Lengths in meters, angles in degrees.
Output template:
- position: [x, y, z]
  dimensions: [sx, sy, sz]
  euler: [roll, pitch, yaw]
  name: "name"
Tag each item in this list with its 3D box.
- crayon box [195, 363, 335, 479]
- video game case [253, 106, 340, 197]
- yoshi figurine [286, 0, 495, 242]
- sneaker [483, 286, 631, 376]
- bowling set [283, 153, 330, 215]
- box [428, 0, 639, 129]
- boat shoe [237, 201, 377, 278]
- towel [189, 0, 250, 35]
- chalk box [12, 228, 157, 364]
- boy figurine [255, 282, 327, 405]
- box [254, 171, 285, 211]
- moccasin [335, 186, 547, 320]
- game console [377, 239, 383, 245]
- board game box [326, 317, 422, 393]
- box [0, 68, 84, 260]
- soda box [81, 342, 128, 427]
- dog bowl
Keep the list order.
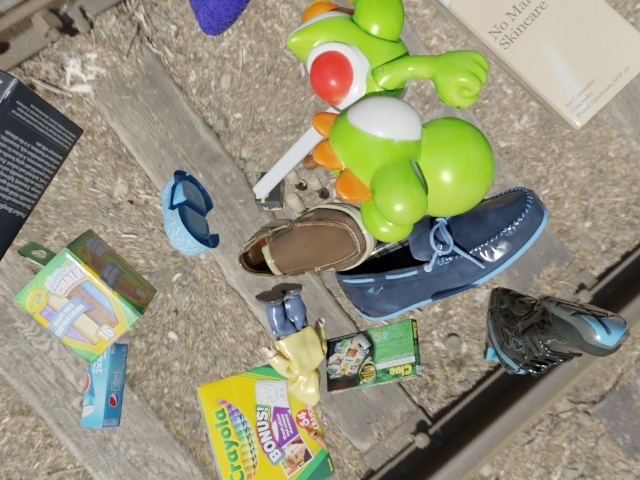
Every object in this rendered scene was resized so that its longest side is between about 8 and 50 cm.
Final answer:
- position: [-0.166, 0.561, 1.721]
  dimensions: [0.313, 0.106, 0.363]
  euler: [-14, 76, -22]
  name: "crayon box"
- position: [0.018, -0.253, 1.264]
  dimensions: [0.036, 0.329, 0.300]
  euler: [45, 37, -6]
  name: "video game case"
- position: [0.095, -0.161, 0.688]
  dimensions: [0.203, 0.203, 0.362]
  euler: [-16, 62, 14]
  name: "yoshi figurine"
- position: [0.362, 0.159, 0.934]
  dimensions: [0.125, 0.341, 0.140]
  euler: [17, 86, -4]
  name: "sneaker"
- position: [-0.037, -0.169, 1.961]
  dimensions: [0.287, 0.154, 0.200]
  euler: [28, 80, 28]
  name: "bowling set"
- position: [0.301, -0.316, 0.840]
  dimensions: [0.311, 0.121, 0.148]
  euler: [43, 108, 3]
  name: "box"
- position: [-0.030, 0.016, 0.792]
  dimensions: [0.095, 0.257, 0.095]
  euler: [-33, 100, -32]
  name: "boat shoe"
- position: [-0.126, -0.398, 0.697]
  dimensions: [0.076, 0.308, 0.228]
  euler: [-13, 95, -22]
  name: "towel"
- position: [-0.408, 0.074, 0.991]
  dimensions: [0.132, 0.132, 0.213]
  euler: [-41, 105, 8]
  name: "chalk box"
- position: [-0.051, 0.239, 1.337]
  dimensions: [0.177, 0.092, 0.285]
  euler: [-29, 111, -37]
  name: "boy figurine"
- position: [-0.122, -0.118, 1.419]
  dimensions: [0.062, 0.052, 0.083]
  euler: [-2, 67, 9]
  name: "box"
- position: [0.166, 0.019, 0.879]
  dimensions: [0.342, 0.138, 0.117]
  euler: [-35, 115, 25]
  name: "moccasin"
- position: [0.193, -0.012, 1.733]
  dimensions: [0.122, 0.107, 0.071]
  euler: [-6, 108, 2]
  name: "game console"
- position: [0.119, 0.278, 1.391]
  dimensions: [0.030, 0.259, 0.136]
  euler: [28, 53, -42]
  name: "board game box"
- position: [-0.560, -0.124, 0.816]
  dimensions: [0.296, 0.183, 0.294]
  euler: [28, 82, 12]
  name: "box"
- position: [-0.552, 0.369, 1.501]
  dimensions: [0.071, 0.067, 0.210]
  euler: [-4, 75, 24]
  name: "soda box"
- position: [-0.389, -0.077, 1.719]
  dimensions: [0.074, 0.297, 0.166]
  euler: [-34, 138, 18]
  name: "dog bowl"
